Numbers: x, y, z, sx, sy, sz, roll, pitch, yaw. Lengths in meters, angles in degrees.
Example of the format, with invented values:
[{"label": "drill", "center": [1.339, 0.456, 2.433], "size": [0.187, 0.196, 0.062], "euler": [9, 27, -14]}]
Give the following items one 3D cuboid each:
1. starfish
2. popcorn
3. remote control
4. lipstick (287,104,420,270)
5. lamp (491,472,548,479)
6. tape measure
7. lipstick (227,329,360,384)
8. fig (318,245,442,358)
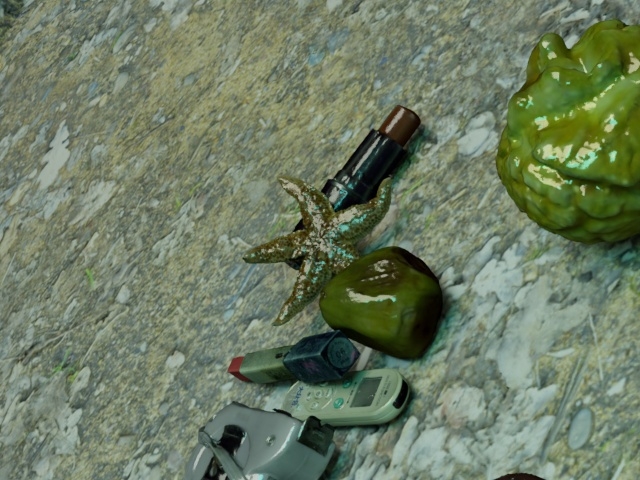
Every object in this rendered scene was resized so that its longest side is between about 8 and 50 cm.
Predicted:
[{"label": "starfish", "center": [0.000, 0.000, 2.208], "size": [0.236, 0.062, 0.277], "euler": [38, 94, 21]}, {"label": "popcorn", "center": [0.340, -0.125, 1.850], "size": [0.247, 0.282, 0.282], "euler": [13, 65, 20]}, {"label": "remote control", "center": [0.034, 0.218, 2.064], "size": [0.221, 0.042, 0.078], "euler": [-9, 45, 44]}, {"label": "lipstick", "center": [0.049, -0.077, 2.288], "size": [0.299, 0.081, 0.081], "euler": [-55, 34, -3]}, {"label": "lamp", "center": [0.211, 0.328, 1.678], "size": [0.157, 0.135, 0.156], "euler": [-14, 48, 44]}, {"label": "tape measure", "center": [-0.103, 0.319, 2.063], "size": [0.236, 0.120, 0.197], "euler": [5, 65, 54]}, {"label": "lipstick", "center": [-0.050, 0.176, 2.149], "size": [0.051, 0.051, 0.312], "euler": [-52, 17, -27]}, {"label": "fig", "center": [0.082, 0.087, 2.044], "size": [0.166, 0.154, 0.144], "euler": [-8, 0, 2]}]
